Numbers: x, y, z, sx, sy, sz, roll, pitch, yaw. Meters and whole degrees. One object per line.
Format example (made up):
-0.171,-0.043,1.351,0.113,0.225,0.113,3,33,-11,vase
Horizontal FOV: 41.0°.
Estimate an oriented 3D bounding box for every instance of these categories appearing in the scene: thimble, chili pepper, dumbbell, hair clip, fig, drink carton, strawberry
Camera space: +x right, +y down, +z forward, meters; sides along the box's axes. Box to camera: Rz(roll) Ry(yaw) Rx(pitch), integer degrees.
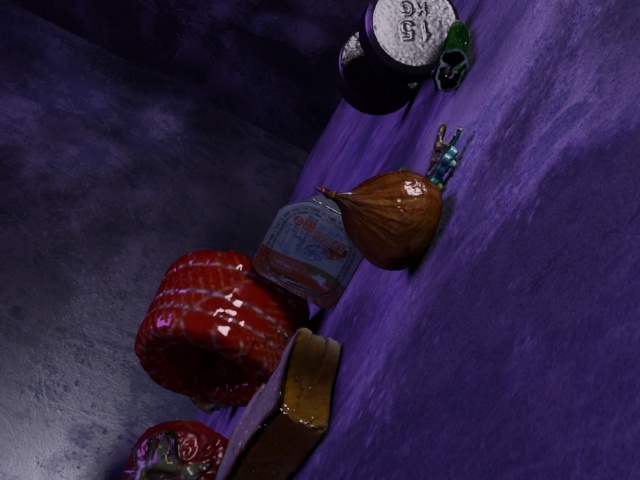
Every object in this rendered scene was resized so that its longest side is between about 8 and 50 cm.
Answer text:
-0.203,0.191,1.799,0.350,0.350,0.230,126,164,-55,thimble
0.248,-0.357,1.601,0.226,0.059,0.088,-70,5,-55,chili pepper
0.157,-0.407,1.848,0.203,0.204,0.322,-65,7,-11,dumbbell
0.167,-0.093,1.283,0.049,0.049,0.172,-84,16,-70,hair clip
0.065,-0.038,1.205,0.134,0.201,0.146,-135,59,-62,fig
0.000,0.000,1.722,0.191,0.186,0.189,-63,-4,18,drink carton
-0.255,0.477,1.634,0.277,0.258,0.257,67,-134,-70,strawberry

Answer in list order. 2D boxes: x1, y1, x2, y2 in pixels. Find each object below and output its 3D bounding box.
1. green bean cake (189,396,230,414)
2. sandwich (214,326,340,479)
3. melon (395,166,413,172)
-0.275,0.311,2.351,0.310,0.285,0.202,-33,-3,29,green bean cake
-0.071,0.296,1.407,0.273,0.095,0.249,-58,9,31,sandwich
0.139,-0.066,1.468,0.261,0.053,0.113,-70,-10,-65,melon
